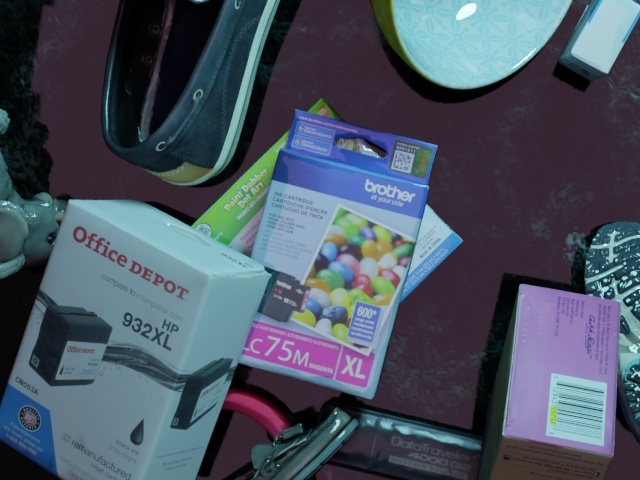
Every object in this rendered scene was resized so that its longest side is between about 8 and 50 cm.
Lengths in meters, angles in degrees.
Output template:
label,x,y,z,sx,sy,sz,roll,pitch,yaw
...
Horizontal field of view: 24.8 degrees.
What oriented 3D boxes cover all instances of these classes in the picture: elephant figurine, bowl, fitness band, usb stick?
label,x,y,z,sx,sy,sz,roll,pitch,yaw
elephant figurine,-0.384,-0.025,1.759,0.186,0.169,0.239,-23,106,32
bowl,0.152,-0.337,1.688,0.289,0.289,0.156,-56,44,3
fitness band,-0.110,0.323,1.784,0.209,0.054,0.291,-13,91,4
usb stick,0.125,0.260,1.770,0.278,0.045,0.077,13,85,4

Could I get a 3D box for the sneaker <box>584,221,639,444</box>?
label,x,y,z,sx,sy,sz,roll,pitch,yaw
sneaker,0.368,0.116,1.721,0.110,0.122,0.283,-5,67,-2

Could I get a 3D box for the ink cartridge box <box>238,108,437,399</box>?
label,x,y,z,sx,sy,sz,roll,pitch,yaw
ink cartridge box,0.014,0.014,1.716,0.185,0.065,0.311,15,90,4

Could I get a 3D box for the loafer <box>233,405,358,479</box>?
label,x,y,z,sx,sy,sz,roll,pitch,yaw
loafer,-0.074,0.284,1.716,0.267,0.096,0.084,-45,83,3

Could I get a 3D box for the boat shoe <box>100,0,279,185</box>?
label,x,y,z,sx,sy,sz,roll,pitch,yaw
boat shoe,-0.148,-0.311,1.695,0.186,0.156,0.500,17,99,34

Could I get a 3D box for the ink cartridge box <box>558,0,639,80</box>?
label,x,y,z,sx,sy,sz,roll,pitch,yaw
ink cartridge box,0.327,-0.241,1.710,0.052,0.122,0.088,29,93,0

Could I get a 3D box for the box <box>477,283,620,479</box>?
label,x,y,z,sx,sy,sz,roll,pitch,yaw
box,0.249,0.213,1.621,0.117,0.243,0.213,11,47,3

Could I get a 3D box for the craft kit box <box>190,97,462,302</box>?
label,x,y,z,sx,sy,sz,roll,pitch,yaw
craft kit box,0.000,0.000,1.772,0.250,0.061,0.246,-44,90,3

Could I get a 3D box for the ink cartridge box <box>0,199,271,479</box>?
label,x,y,z,sx,sy,sz,roll,pitch,yaw
ink cartridge box,-0.224,0.131,1.693,0.223,0.129,0.307,27,103,27
